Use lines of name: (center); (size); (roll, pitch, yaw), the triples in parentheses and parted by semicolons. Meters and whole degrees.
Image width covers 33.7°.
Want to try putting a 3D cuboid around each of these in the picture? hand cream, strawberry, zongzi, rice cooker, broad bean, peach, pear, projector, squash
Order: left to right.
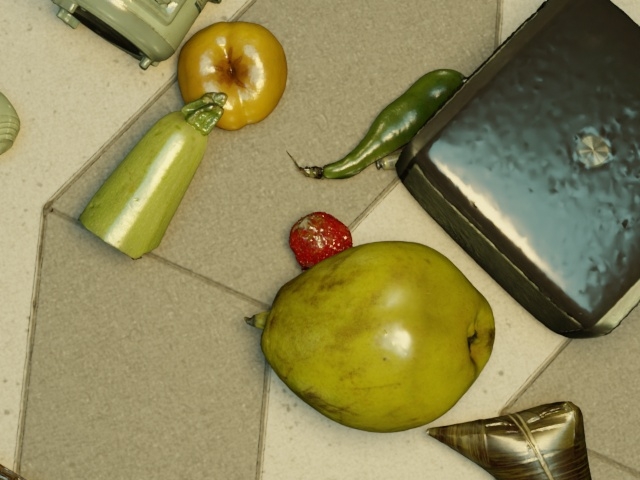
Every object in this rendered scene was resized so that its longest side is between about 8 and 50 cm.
rice cooker: (-0.271, -0.436, 1.612); (0.316, 0.264, 0.317); (-13, 114, -31)
squash: (-0.244, -0.116, 1.637); (0.137, 0.137, 0.287); (33, 87, 1)
peach: (-0.138, -0.261, 1.675); (0.179, 0.103, 0.179); (0, 87, 0)
strawberry: (0.000, -0.001, 1.656); (0.106, 0.106, 0.106); (0, 84, -3)
pear: (0.067, 0.139, 1.569); (0.375, 0.287, 0.287); (5, 84, 12)
broad bean: (0.105, -0.186, 1.698); (0.318, 0.056, 0.098); (-28, 72, -5)
hand cream: (0.140, -0.132, 1.717); (0.102, 0.022, 0.035); (-13, 82, -9)
zongzi: (0.303, 0.385, 1.633); (0.241, 0.111, 0.248); (-11, 87, 3)
projector: (0.379, -0.116, 1.617); (0.405, 0.242, 0.395); (44, 85, 3)

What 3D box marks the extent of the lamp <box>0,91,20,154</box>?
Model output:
lamp: (-0.539, -0.217, 1.658); (0.106, 0.106, 0.193); (-24, 75, -5)

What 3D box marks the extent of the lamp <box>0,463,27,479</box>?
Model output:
lamp: (-0.429, 0.421, 1.599); (0.325, 0.089, 0.090); (32, 83, 0)
